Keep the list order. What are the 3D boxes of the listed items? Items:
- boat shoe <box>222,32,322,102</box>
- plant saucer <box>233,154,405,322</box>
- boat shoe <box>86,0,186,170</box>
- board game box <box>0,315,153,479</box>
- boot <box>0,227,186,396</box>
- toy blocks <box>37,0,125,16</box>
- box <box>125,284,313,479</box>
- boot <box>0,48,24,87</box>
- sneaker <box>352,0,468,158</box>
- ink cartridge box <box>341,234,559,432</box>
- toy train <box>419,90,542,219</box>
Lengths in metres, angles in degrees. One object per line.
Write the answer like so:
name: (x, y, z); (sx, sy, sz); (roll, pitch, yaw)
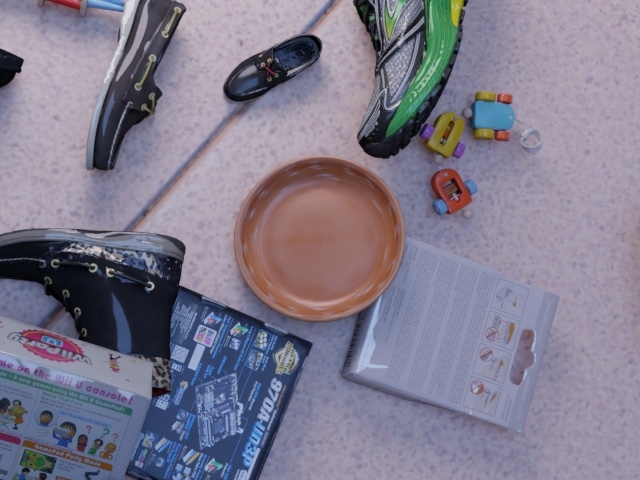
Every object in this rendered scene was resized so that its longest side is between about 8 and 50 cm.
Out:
boat shoe: (-0.057, -0.209, 1.634); (0.133, 0.042, 0.049); (-30, 91, -14)
plant saucer: (0.000, 0.000, 1.595); (0.200, 0.037, 0.200); (-1, 76, 5)
boat shoe: (-0.214, -0.182, 1.573); (0.068, 0.081, 0.228); (16, 76, -6)
board game box: (-0.325, 0.244, 1.419); (0.224, 0.097, 0.303); (19, 106, -10)
boot: (-0.268, 0.081, 1.498); (0.236, 0.085, 0.179); (0, 74, -2)
toy blocks: (-0.294, -0.326, 1.590); (0.148, 0.054, 0.123); (11, 80, -11)
box: (-0.130, 0.183, 1.555); (0.175, 0.051, 0.220); (23, 77, -8)
boot: (-0.458, -0.128, 1.504); (0.246, 0.094, 0.207); (0, 110, -47)
sneaker: (0.094, -0.257, 1.643); (0.146, 0.134, 0.344); (15, 70, -3)
ink cartridge box: (0.156, 0.112, 1.635); (0.224, 0.056, 0.181); (21, 78, -15)
toy train: (0.184, -0.108, 1.674); (0.166, 0.046, 0.125); (-36, 98, -15)
